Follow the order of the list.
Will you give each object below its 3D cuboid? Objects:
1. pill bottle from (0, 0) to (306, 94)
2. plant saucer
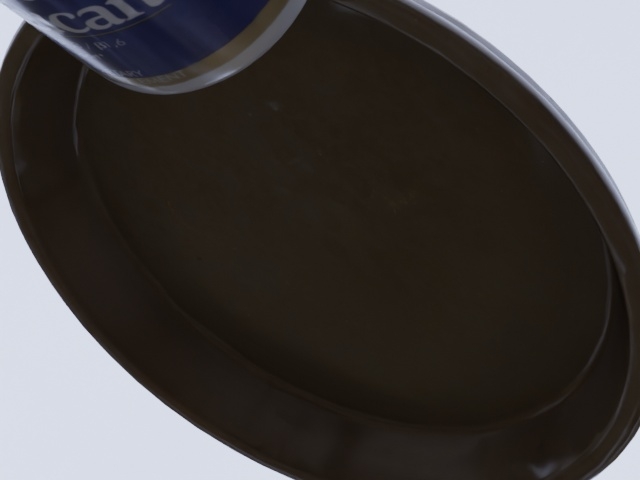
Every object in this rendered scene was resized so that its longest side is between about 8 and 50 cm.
[{"bbox_3d":[-0.075,-0.114,0.411,0.094,0.169,0.094,-11,-114,25],"label":"pill bottle"},{"bbox_3d":[0.000,0.000,0.587,0.278,0.278,0.041,30,-129,6],"label":"plant saucer"}]
